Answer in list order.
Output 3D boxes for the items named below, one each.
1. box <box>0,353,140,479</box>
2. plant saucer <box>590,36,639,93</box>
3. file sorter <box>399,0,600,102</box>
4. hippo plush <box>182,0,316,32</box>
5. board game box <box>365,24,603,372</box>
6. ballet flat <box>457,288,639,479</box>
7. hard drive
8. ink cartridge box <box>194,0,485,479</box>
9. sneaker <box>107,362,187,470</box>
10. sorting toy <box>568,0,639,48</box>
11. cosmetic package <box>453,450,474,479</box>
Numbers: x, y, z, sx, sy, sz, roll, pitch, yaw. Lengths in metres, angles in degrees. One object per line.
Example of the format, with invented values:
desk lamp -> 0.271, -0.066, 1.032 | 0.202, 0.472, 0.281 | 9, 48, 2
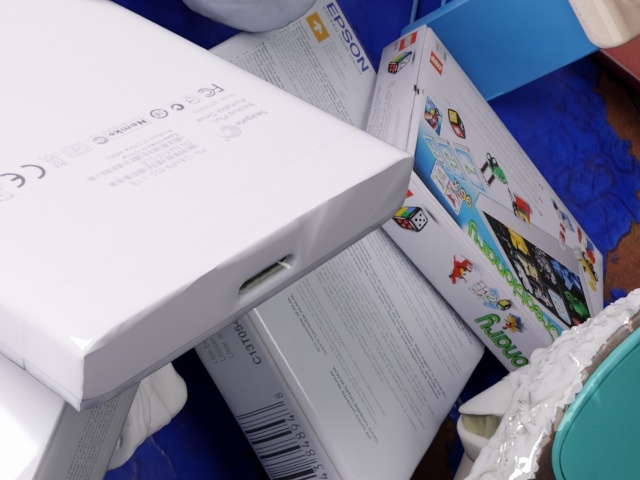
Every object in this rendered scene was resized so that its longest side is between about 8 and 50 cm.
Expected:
box -> -0.203, 0.087, 0.598 | 0.180, 0.119, 0.182 | 14, 60, 6
plant saucer -> 0.332, -0.285, 1.286 | 0.259, 0.047, 0.258 | 31, 62, -25
file sorter -> 0.178, -0.223, 1.067 | 0.118, 0.170, 0.105 | 31, 55, -31
hippo plush -> -0.107, -0.247, 0.789 | 0.234, 0.236, 0.294 | -30, 70, -5
board game box -> 0.146, -0.010, 0.997 | 0.305, 0.053, 0.193 | 48, 35, -28
ballet flat -> 0.121, 0.176, 0.801 | 0.147, 0.147, 0.409 | 50, 61, -18
hard drive -> -0.160, -0.065, 0.627 | 0.233, 0.353, 0.047 | -32, 142, -43
ink cartridge box -> 0.000, 0.000, 0.885 | 0.324, 0.071, 0.330 | 61, 30, -9
sneaker -> -0.158, 0.026, 0.753 | 0.115, 0.090, 0.232 | -19, 87, -64
sorting toy -> 0.240, -0.268, 1.004 | 0.208, 0.038, 0.193 | -31, 93, -44
cosmetic package -> 0.152, 0.303, 0.900 | 0.153, 0.129, 0.296 | 46, 52, -20
